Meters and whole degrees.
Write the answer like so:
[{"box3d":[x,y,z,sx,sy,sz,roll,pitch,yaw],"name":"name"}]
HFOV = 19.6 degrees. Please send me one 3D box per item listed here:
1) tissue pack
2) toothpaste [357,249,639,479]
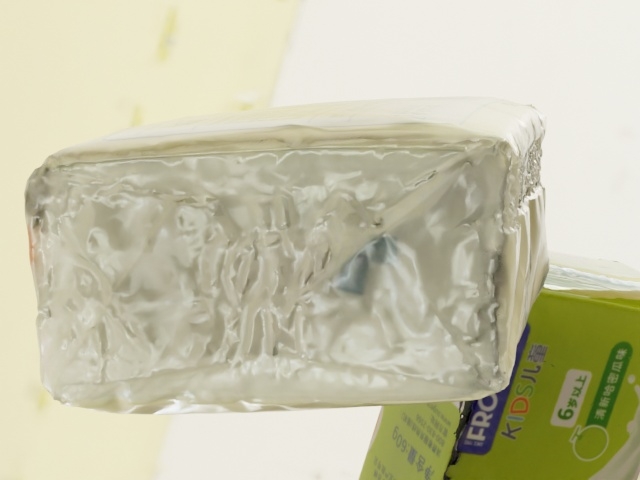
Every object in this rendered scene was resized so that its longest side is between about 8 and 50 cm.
[{"box3d":[0.000,0.000,0.626,0.196,0.148,0.092,-27,-65,-78],"name":"tissue pack"},{"box3d":[0.072,0.158,0.906,0.077,0.110,0.327,43,120,59],"name":"toothpaste"}]
